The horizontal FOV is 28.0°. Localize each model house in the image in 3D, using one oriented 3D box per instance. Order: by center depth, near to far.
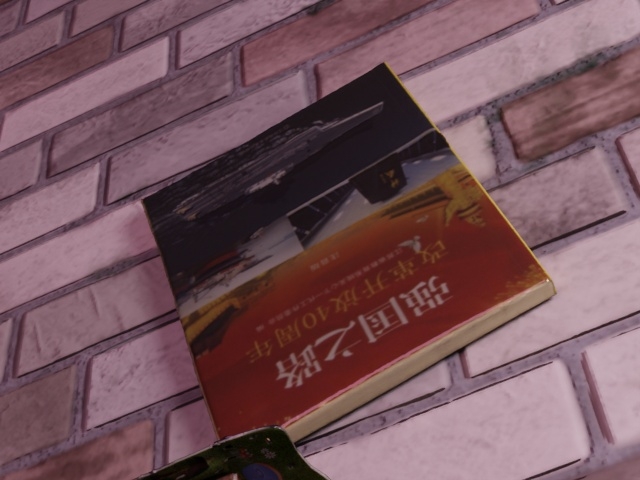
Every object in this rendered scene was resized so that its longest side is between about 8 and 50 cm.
[{"bbox_3d":[-0.069,0.199,0.781,0.167,0.117,0.088,-22,39,12],"label":"model house"}]

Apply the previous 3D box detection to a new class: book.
[{"bbox_3d":[0.000,0.000,1.040,0.262,0.028,0.374,-29,35,1],"label":"book"}]
